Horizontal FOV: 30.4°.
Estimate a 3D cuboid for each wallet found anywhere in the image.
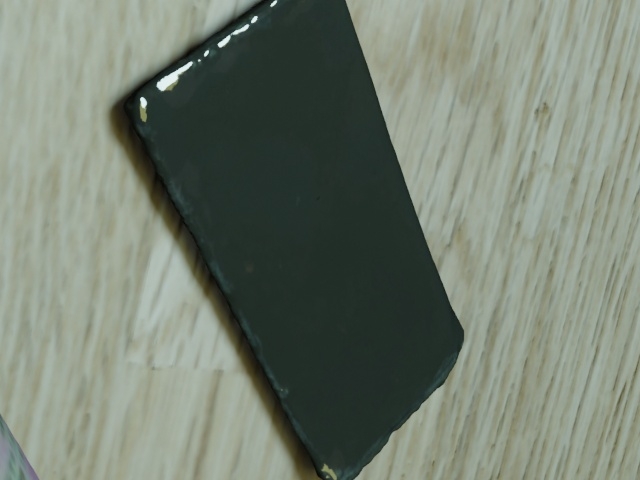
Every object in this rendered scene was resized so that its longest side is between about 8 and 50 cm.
[{"bbox_3d":[0.001,0.000,0.672,0.146,0.030,0.285,-43,126,-28],"label":"wallet"}]

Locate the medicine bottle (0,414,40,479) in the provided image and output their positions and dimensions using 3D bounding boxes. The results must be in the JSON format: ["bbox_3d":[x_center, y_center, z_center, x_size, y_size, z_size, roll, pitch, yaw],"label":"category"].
[{"bbox_3d":[-0.198,0.134,0.415,0.212,0.212,0.325,-36,121,-28],"label":"medicine bottle"}]
